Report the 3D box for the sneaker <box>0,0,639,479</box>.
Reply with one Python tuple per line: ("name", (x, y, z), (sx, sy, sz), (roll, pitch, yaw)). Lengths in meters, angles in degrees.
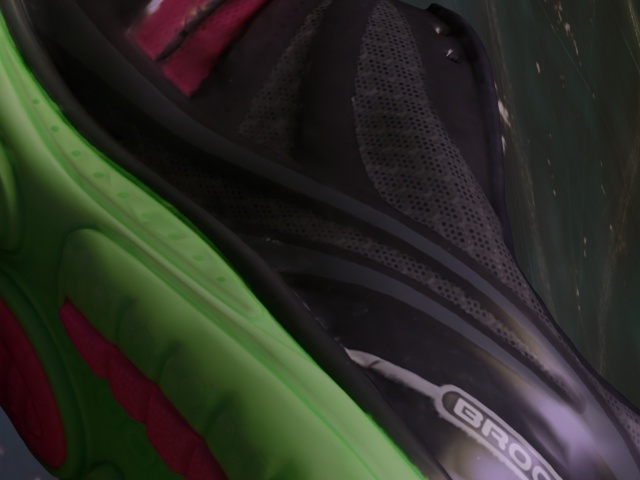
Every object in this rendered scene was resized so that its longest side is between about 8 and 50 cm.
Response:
("sneaker", (-0.048, -0.034, 0.696), (0.202, 0.185, 0.482), (-14, 59, -34))
